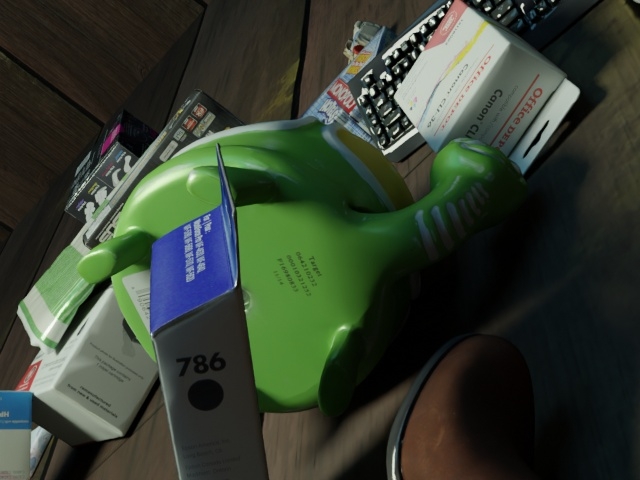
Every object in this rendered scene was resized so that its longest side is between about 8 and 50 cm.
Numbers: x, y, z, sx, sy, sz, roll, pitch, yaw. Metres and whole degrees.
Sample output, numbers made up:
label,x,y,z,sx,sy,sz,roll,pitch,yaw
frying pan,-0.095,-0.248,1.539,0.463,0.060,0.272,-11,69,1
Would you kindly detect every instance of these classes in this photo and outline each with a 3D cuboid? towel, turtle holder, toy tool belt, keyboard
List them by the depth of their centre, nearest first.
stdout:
label,x,y,z,sx,sy,sz,roll,pitch,yaw
turtle holder,-0.017,-0.009,0.922,0.320,0.243,0.227,-51,-4,36
keyboard,0.139,-0.240,1.125,0.317,0.033,0.201,-39,59,34
toy tool belt,0.057,-0.250,1.479,0.083,0.052,0.051,-68,-7,-46
towel,-0.283,-0.003,1.486,0.325,0.038,0.248,-52,19,-7

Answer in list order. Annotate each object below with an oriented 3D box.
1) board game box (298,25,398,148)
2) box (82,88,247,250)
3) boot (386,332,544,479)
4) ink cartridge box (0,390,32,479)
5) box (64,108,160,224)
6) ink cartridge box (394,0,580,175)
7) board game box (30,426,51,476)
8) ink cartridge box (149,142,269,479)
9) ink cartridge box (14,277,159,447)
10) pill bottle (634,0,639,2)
label,x,y,z,sx,sy,sz,roll,pitch,yaw
board game box,0.045,-0.153,1.300,0.194,0.060,0.194,-51,19,7
box,-0.147,-0.038,1.354,0.231,0.183,0.056,-52,18,-1
boot,0.140,0.129,0.528,0.280,0.096,0.264,-30,29,47
ink cartridge box,-0.410,0.304,1.362,0.134,0.078,0.231,-22,66,56
box,-0.354,-0.110,2.025,0.163,0.142,0.247,-50,18,11
ink cartridge box,0.142,-0.130,0.987,0.115,0.067,0.198,-58,22,16
board game box,-0.431,0.317,1.627,0.090,0.020,0.090,-36,24,40
ink cartridge box,-0.071,0.114,0.761,0.065,0.332,0.165,-7,19,-6
ink cartridge box,-0.267,0.119,1.456,0.197,0.114,0.273,-24,33,56
pill bottle,0.202,-0.312,0.903,0.146,0.264,0.146,-44,22,23
